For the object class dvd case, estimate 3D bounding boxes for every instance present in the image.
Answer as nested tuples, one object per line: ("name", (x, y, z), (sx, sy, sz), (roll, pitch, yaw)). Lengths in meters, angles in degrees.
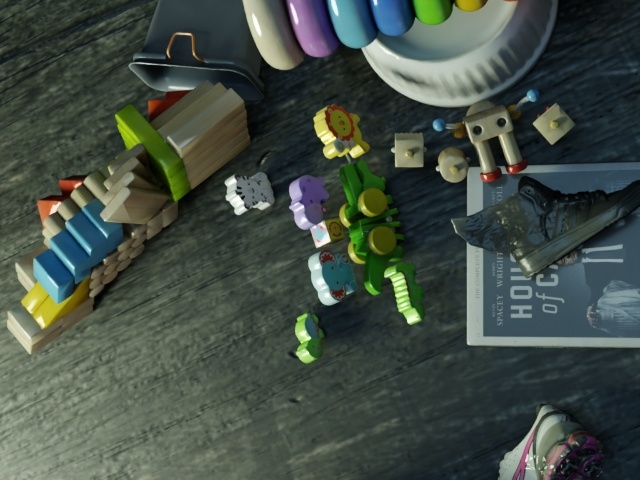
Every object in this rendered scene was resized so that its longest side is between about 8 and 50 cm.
("dvd case", (0.260, 0.014, 1.110), (0.239, 0.029, 0.179), (-1, 85, 17))

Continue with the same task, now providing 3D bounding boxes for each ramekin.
("ramekin", (0.123, -0.240, 1.129), (0.207, 0.109, 0.207), (-1, 85, 17))

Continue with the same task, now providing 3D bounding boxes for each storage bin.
("storage bin", (-0.124, -0.210, 1.215), (0.135, 0.098, 0.091), (6, 77, 17))

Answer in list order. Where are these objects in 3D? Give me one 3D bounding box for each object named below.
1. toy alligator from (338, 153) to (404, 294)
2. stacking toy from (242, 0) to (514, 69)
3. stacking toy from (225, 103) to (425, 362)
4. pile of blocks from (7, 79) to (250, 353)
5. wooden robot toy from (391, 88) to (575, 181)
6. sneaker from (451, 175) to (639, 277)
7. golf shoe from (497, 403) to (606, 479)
("toy alligator", (0.051, -0.040, 1.169), (0.051, 0.056, 0.189), (-8, 80, -26))
("stacking toy", (0.100, -0.247, 1.016), (0.330, 0.141, 0.141), (-9, 83, 12))
("stacking toy", (0.000, 0.000, 1.139), (0.167, 0.052, 0.221), (-29, 78, 44))
("pile of blocks", (-0.230, -0.045, 1.201), (0.362, 0.149, 0.112), (-46, 75, 9))
("wooden robot toy", (0.156, -0.103, 1.130), (0.173, 0.079, 0.076), (-17, 109, 7))
("sneaker", (0.216, -0.030, 1.084), (0.170, 0.051, 0.089), (-35, 81, 15))
("golf shoe", (0.199, 0.245, 1.102), (0.186, 0.067, 0.086), (-64, 32, 15))
